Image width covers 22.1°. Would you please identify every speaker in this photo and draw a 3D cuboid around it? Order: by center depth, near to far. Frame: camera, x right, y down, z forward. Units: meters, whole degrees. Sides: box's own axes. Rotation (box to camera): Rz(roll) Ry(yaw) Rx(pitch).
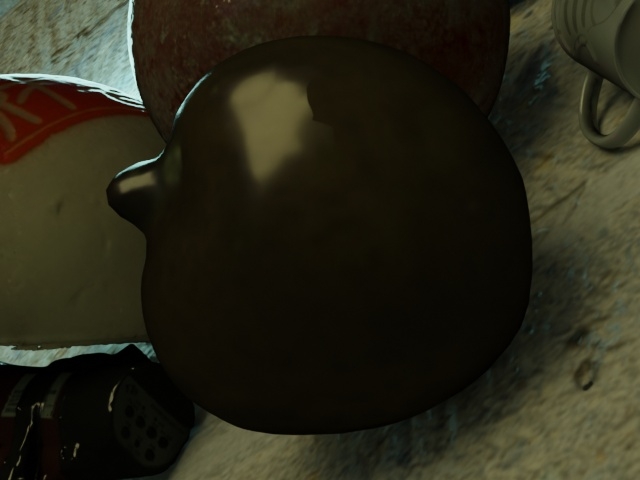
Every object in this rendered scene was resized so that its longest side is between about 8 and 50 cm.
[{"bbox_3d":[-0.289,0.185,1.434,0.329,0.198,0.259,-4,23,48],"label":"speaker"}]

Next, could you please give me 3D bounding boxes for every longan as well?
[{"bbox_3d":[0.000,0.000,1.131,0.300,0.300,0.243,-38,3,20],"label":"longan"}]

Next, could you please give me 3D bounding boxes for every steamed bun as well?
[{"bbox_3d":[-0.261,-0.030,1.480,0.374,0.374,0.241,12,100,64],"label":"steamed bun"}]

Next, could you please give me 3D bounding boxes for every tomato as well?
[{"bbox_3d":[-0.001,-0.168,1.346,0.317,0.317,0.282,-5,86,58],"label":"tomato"}]

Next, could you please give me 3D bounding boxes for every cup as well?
[{"bbox_3d":[0.224,-0.147,1.202,0.136,0.099,0.133,-44,24,4],"label":"cup"}]
